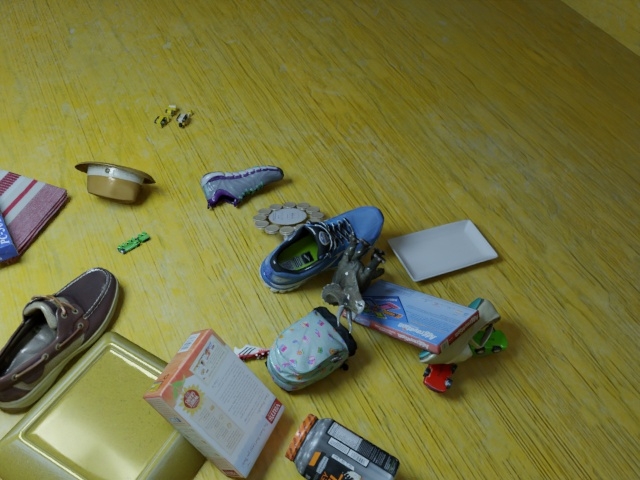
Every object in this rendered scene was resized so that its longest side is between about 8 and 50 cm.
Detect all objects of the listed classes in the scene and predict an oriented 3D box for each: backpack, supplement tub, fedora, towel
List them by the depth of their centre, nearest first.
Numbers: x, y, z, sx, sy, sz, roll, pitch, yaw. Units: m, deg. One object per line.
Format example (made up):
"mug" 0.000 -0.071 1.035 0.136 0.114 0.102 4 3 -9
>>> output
"supplement tub" 0.038 0.406 1.052 0.190 0.117 0.117 28 49 14
"backpack" -0.029 0.227 1.198 0.182 0.115 0.152 -30 61 -33
"towel" -0.808 -0.079 1.361 0.329 0.037 0.237 17 50 6
"fedora" -0.511 -0.139 1.421 0.195 0.194 0.079 9 84 -4

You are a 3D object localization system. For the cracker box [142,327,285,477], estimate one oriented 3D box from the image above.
"cracker box" -0.186 0.297 1.048 0.232 0.067 0.155 52 46 -20

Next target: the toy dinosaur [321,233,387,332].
"toy dinosaur" 0.075 0.080 1.303 0.121 0.160 0.313 36 8 3

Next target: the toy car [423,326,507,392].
"toy car" 0.312 0.239 1.303 0.225 0.053 0.239 1 49 -12

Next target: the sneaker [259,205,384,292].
"sneaker" 0.017 0.012 1.336 0.330 0.147 0.129 -30 81 -18

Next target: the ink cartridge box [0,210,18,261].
"ink cartridge box" -0.757 -0.033 1.277 0.097 0.046 0.207 -24 58 -23

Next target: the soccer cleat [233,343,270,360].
"soccer cleat" -0.144 0.236 1.225 0.083 0.029 0.035 -9 55 -13

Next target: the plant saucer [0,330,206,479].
"plant saucer" -0.372 0.337 1.052 0.333 0.081 0.332 27 48 12

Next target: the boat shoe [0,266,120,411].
"boat shoe" -0.525 0.165 1.135 0.123 0.123 0.342 19 49 15

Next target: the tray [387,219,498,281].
"tray" 0.319 0.029 1.506 0.271 0.030 0.145 -14 52 -22

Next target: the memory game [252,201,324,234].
"memory game" -0.082 -0.057 1.464 0.186 0.012 0.186 -2 28 1

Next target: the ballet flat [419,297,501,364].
"ballet flat" 0.311 0.212 1.241 0.086 0.086 0.248 40 52 22

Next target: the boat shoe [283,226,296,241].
"boat shoe" 0.000 0.000 1.444 0.184 0.066 0.063 1 59 -12

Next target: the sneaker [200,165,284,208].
"sneaker" -0.201 -0.135 1.526 0.224 0.083 0.098 -10 72 -14

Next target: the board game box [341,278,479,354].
"board game box" 0.190 0.161 1.268 0.145 0.027 0.281 -30 29 -33

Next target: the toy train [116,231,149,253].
"toy train" -0.447 0.006 1.373 0.024 0.017 0.083 45 54 13

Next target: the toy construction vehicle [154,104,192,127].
"toy construction vehicle" -0.432 -0.361 1.696 0.086 0.035 0.098 6 44 8
